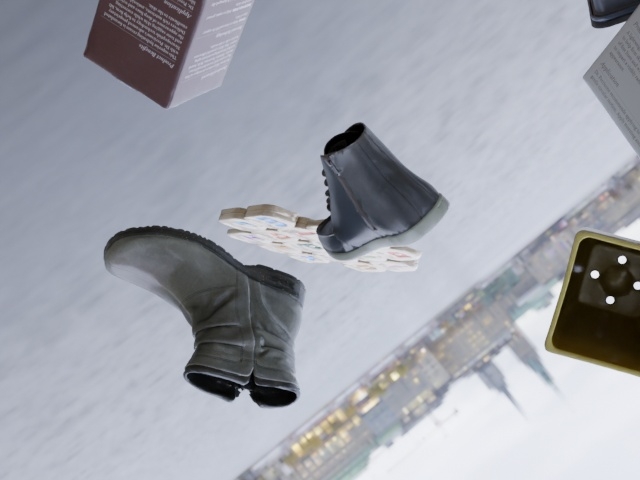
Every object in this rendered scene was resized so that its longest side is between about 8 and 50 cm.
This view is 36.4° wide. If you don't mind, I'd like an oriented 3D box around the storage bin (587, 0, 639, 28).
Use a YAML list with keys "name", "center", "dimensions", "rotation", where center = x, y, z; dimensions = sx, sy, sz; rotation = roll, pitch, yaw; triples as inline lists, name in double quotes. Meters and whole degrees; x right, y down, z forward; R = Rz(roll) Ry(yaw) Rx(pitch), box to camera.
- name: "storage bin"
  center: [0.358, -0.315, 1.097]
  dimensions: [0.135, 0.091, 0.098]
  rotation: [-15, -147, 21]

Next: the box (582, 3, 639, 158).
- name: "box"
  center: [0.413, -0.147, 1.039]
  dimensions: [0.181, 0.181, 0.119]
  rotation: [5, 136, -32]

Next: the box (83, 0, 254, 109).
- name: "box"
  center: [-0.223, -0.341, 1.475]
  dimensions: [0.167, 0.168, 0.203]
  rotation: [-41, 162, -55]

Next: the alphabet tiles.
- name: "alphabet tiles"
  center: [0.000, 0.000, 1.425]
  dimensions: [0.278, 0.284, 0.021]
  rotation: [-4, -110, 54]

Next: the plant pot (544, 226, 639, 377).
- name: "plant pot"
  center: [0.197, 0.035, 0.640]
  dimensions: [0.083, 0.081, 0.082]
  rotation: [-34, 138, -74]

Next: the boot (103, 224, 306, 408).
- name: "boot"
  center: [-0.128, 0.084, 1.061]
  dimensions: [0.161, 0.246, 0.083]
  rotation: [-83, -163, -44]

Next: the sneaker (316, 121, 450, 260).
- name: "sneaker"
  center: [0.034, -0.052, 0.981]
  dimensions: [0.083, 0.118, 0.222]
  rotation: [-47, -168, -23]
